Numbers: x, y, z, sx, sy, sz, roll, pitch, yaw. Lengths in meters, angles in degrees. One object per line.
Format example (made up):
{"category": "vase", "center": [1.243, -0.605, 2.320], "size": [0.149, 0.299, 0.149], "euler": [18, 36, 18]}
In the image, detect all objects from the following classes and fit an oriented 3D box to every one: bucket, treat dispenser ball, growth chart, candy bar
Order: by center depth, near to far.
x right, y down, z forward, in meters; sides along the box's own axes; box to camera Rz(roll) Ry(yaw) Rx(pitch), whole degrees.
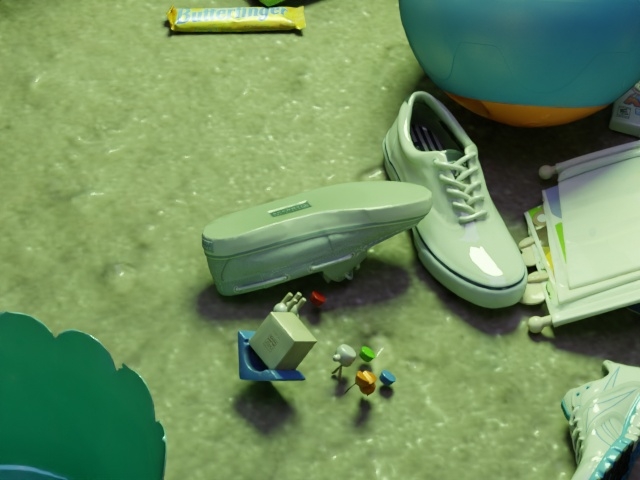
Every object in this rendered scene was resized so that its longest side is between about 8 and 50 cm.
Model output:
{"category": "bucket", "center": [-0.247, 0.213, 1.115], "size": [0.281, 0.183, 0.281], "euler": [4, 47, -4]}
{"category": "growth chart", "center": [0.275, -0.013, 1.466], "size": [0.172, 0.021, 0.237], "euler": [-12, 43, 21]}
{"category": "treat dispenser ball", "center": [0.226, -0.263, 1.553], "size": [0.288, 0.288, 0.288], "euler": [4, 47, -4]}
{"category": "candy bar", "center": [-0.097, -0.252, 1.688], "size": [0.161, 0.018, 0.040], "euler": [-2, 47, -10]}

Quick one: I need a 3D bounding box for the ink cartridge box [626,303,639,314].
{"category": "ink cartridge box", "center": [0.444, 0.035, 1.469], "size": [0.223, 0.045, 0.224], "euler": [27, 49, 18]}

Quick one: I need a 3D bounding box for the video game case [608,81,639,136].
{"category": "video game case", "center": [0.410, -0.155, 1.661], "size": [0.157, 0.019, 0.143], "euler": [15, 47, 7]}

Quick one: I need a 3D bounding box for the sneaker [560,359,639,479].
{"category": "sneaker", "center": [0.243, 0.172, 1.307], "size": [0.083, 0.071, 0.190], "euler": [22, 39, 21]}

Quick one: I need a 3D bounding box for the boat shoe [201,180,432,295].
{"category": "boat shoe", "center": [0.000, 0.000, 1.425], "size": [0.227, 0.081, 0.079], "euler": [-13, 25, -12]}

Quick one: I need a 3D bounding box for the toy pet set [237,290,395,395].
{"category": "toy pet set", "center": [-0.015, 0.109, 1.346], "size": [0.122, 0.065, 0.114], "euler": [48, 23, 28]}

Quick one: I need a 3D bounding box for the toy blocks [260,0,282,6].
{"category": "toy blocks", "center": [0.059, -0.467, 1.714], "size": [0.381, 0.261, 0.191], "euler": [-26, 42, -21]}

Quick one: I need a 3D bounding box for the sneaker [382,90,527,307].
{"category": "sneaker", "center": [0.128, -0.045, 1.469], "size": [0.094, 0.091, 0.258], "euler": [-15, 50, -19]}
